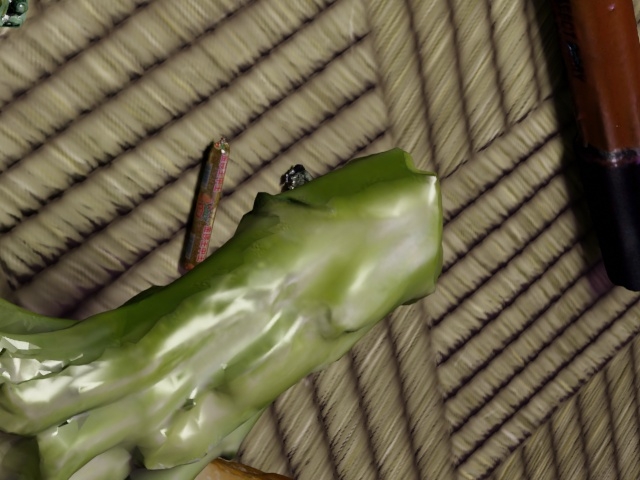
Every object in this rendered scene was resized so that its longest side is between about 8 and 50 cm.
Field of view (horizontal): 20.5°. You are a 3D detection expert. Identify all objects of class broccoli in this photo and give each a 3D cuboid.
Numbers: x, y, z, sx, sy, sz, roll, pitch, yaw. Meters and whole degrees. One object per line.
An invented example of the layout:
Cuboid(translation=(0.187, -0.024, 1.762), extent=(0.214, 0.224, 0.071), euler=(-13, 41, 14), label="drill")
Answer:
Cuboid(translation=(-0.141, 0.061, 0.951), extent=(0.397, 0.275, 0.353), euler=(-53, 137, 7), label="broccoli")

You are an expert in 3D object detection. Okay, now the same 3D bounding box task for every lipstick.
Cuboid(translation=(0.236, -0.125, 1.448), extent=(0.077, 0.077, 0.418), euler=(-43, 135, -25), label="lipstick")

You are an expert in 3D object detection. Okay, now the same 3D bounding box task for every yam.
Cuboid(translation=(0.000, 0.000, 1.288), extent=(0.033, 0.027, 0.129), euler=(-46, 137, -23), label="yam")

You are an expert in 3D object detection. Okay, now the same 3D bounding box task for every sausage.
Cuboid(translation=(-0.077, -0.022, 1.197), extent=(0.015, 0.015, 0.100), euler=(-2, 111, -48), label="sausage")

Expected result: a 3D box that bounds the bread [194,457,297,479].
Cuboid(translation=(-0.099, 0.233, 1.189), extent=(0.246, 0.176, 0.195), euler=(28, 77, -37), label="bread")

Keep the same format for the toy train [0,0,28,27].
Cuboid(translation=(-0.193, -0.136, 0.976), extent=(0.083, 0.053, 0.033), euler=(-4, 112, -46), label="toy train")
